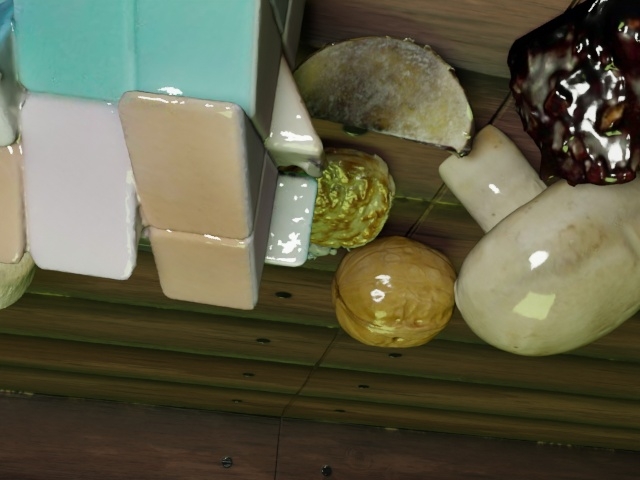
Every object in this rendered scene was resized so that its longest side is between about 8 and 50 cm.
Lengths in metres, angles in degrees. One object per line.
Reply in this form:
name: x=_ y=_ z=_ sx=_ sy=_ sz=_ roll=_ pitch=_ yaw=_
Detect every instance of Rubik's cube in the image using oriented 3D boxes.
Rubik's cube: x=-0.165 y=-0.145 z=0.740 sx=0.358 sy=0.387 sz=0.368 roll=7 pitch=174 yaw=4

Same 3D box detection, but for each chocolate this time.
chocolate: x=0.322 y=-0.130 z=0.904 sx=0.206 sy=0.177 sz=0.224 roll=22 pitch=151 yaw=-35

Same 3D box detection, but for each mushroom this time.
mushroom: x=0.283 y=-0.007 z=1.059 sx=0.292 sy=0.290 sz=0.292 roll=-24 pitch=149 yaw=-15

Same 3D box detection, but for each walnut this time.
walnut: x=0.129 y=0.090 z=1.398 sx=0.222 sy=0.195 sz=0.195 roll=12 pitch=154 yaw=-16

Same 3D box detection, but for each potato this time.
potato: x=0.062 y=-0.183 z=0.939 sx=0.261 sy=0.120 sz=0.100 roll=10 pitch=-161 yaw=-29

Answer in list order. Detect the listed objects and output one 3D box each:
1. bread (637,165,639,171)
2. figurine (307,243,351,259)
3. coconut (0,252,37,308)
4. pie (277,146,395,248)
bread: x=0.393 y=-0.083 z=1.123 sx=0.077 sy=0.070 sz=0.083 roll=-1 pitch=153 yaw=8
figurine: x=0.000 y=0.000 z=1.341 sx=0.086 sy=0.082 sz=0.094 roll=-29 pitch=149 yaw=15
coconut: x=-0.571 y=0.004 z=1.250 sx=0.266 sy=0.237 sz=0.237 roll=-14 pitch=151 yaw=22
pie: x=0.013 y=-0.062 z=1.201 sx=0.179 sy=0.084 sz=0.205 roll=4 pitch=150 yaw=-8
